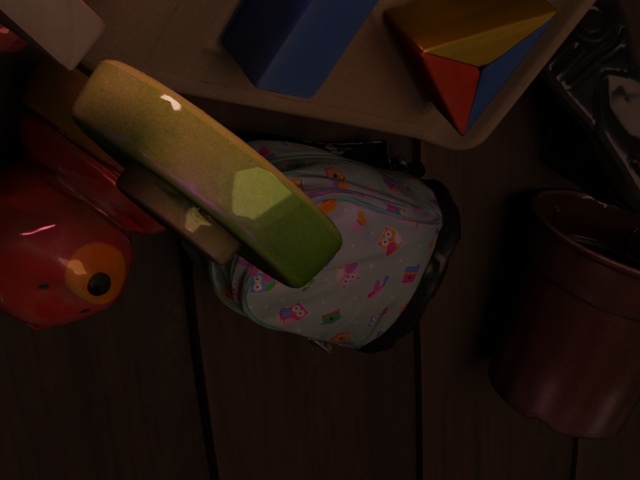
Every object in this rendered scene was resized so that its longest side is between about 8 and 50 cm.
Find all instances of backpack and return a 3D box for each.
[{"bbox_3d":[0.000,0.000,0.748,0.182,0.115,0.152,18,102,-39],"label":"backpack"}]

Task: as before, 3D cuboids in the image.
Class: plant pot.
[{"bbox_3d":[0.228,0.066,0.936,0.167,0.167,0.165,-1,120,-38],"label":"plant pot"}]

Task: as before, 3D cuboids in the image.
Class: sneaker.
[{"bbox_3d":[0.202,-0.118,0.878,0.087,0.130,0.227,-38,102,-11],"label":"sneaker"}]

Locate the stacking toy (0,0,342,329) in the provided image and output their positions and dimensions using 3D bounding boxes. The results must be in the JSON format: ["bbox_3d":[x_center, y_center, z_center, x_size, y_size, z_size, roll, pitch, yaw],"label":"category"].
[{"bbox_3d":[-0.156,-0.041,0.500,0.309,0.279,0.130,41,83,-38],"label":"stacking toy"}]

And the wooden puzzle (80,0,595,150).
[{"bbox_3d":[0.068,-0.187,0.650,0.348,0.080,0.322,9,129,-42],"label":"wooden puzzle"}]
